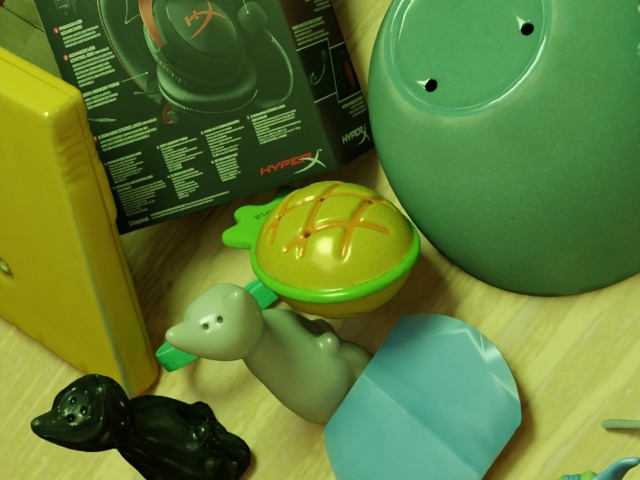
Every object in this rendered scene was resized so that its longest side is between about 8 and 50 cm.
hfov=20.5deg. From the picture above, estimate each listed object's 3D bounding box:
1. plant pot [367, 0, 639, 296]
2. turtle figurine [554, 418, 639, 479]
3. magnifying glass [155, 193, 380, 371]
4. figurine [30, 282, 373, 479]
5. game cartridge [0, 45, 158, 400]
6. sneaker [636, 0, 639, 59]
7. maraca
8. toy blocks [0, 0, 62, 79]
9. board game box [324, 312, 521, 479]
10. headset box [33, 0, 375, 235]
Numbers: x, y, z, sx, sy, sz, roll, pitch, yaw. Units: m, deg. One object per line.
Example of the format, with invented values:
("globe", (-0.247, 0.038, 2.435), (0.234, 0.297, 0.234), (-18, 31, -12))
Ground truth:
("plant pot", (0.150, -0.121, 1.336), (0.290, 0.195, 0.290), (-10, 70, 27))
("turtle figurine", (0.283, 0.217, 1.202), (0.266, 0.275, 0.198), (19, 60, 14))
("magnifying glass", (-0.039, 0.036, 1.472), (0.231, 0.092, 0.026), (-33, 96, 5))
("figurine", (-0.091, 0.115, 1.388), (0.215, 0.209, 0.092), (-35, 60, 15))
("game cartridge", (-0.269, -0.044, 1.500), (0.285, 0.324, 0.052), (30, 54, 34))
("sneaker", (0.282, -0.227, 1.253), (0.208, 0.127, 0.319), (-42, 35, 14))
("maraca", (0.000, 0.000, 1.390), (0.127, 0.099, 0.185), (-25, 33, -24))
("toy blocks", (-0.261, -0.305, 1.600), (0.190, 0.261, 0.381), (29, 89, 34))
("board game box", (0.086, 0.144, 1.384), (0.133, 0.033, 0.169), (38, 100, 29))
("headset box", (-0.107, -0.178, 1.478), (0.218, 0.110, 0.293), (-17, 97, 25))
